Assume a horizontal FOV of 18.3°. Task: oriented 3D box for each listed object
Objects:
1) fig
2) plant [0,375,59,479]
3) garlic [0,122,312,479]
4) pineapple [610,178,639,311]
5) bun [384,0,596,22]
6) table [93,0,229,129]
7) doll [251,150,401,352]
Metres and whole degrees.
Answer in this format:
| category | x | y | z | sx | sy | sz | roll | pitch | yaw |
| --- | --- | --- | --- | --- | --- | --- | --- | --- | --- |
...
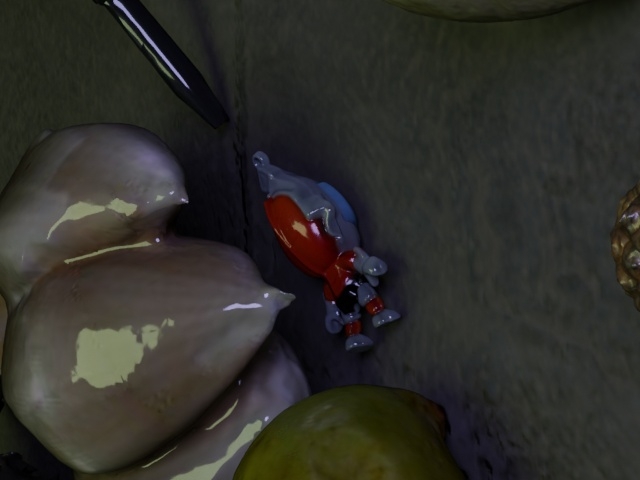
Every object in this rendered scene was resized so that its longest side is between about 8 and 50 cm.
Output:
| category | x | y | z | sx | sy | sz | roll | pitch | yaw |
| --- | --- | --- | --- | --- | --- | --- | --- | --- | --- |
| fig | 0.016 | 0.143 | 0.903 | 0.136 | 0.121 | 0.153 | -5 | 93 | 60 |
| plant | -0.261 | 0.194 | 1.311 | 0.215 | 0.213 | 0.312 | 145 | 122 | -59 |
| garlic | -0.100 | 0.076 | 1.057 | 0.279 | 0.132 | 0.325 | 67 | 164 | -16 |
| pineapple | 0.171 | 0.016 | 0.660 | 0.159 | 0.074 | 0.074 | 22 | 116 | 51 |
| bun | 0.058 | -0.169 | 0.745 | 0.193 | 0.128 | 0.178 | 12 | 107 | 56 |
| table | -0.143 | -0.195 | 0.967 | 0.249 | 0.317 | 0.317 | 53 | 142 | 16 |
| doll | 0.001 | -0.001 | 0.976 | 0.114 | 0.039 | 0.057 | 59 | 174 | 17 |
